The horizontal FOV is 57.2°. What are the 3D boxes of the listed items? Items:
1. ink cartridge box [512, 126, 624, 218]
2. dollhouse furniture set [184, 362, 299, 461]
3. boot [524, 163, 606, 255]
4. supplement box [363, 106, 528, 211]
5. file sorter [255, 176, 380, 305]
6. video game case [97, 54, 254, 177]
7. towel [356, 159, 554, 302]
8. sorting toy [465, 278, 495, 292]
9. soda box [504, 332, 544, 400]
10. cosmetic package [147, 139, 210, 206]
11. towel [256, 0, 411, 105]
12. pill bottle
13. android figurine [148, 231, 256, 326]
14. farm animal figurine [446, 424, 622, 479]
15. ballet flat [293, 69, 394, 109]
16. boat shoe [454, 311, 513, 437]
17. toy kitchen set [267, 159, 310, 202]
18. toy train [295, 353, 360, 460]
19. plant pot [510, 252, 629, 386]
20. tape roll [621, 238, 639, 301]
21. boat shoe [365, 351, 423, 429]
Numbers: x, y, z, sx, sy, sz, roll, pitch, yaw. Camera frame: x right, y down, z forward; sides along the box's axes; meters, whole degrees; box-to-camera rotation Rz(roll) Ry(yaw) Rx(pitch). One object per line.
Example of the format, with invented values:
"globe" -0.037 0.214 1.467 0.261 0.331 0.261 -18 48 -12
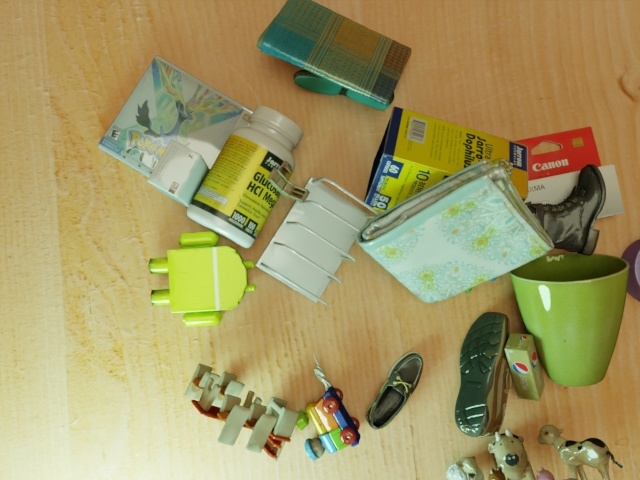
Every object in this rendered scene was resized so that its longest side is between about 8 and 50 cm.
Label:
"ink cartridge box" 0.648 -0.169 1.604 0.296 0.066 0.261 -12 86 -4
"dollhouse furniture set" -0.192 0.436 1.431 0.259 0.262 0.135 28 85 -31
"boot" 0.600 -0.081 1.519 0.229 0.091 0.262 8 85 0
"supplement box" 0.315 -0.163 1.489 0.357 0.194 0.195 16 51 -1
"file sorter" 0.000 0.000 1.489 0.193 0.173 0.277 33 84 -13
"video game case" -0.380 -0.294 1.586 0.329 0.036 0.300 30 84 1
"towel" 0.325 0.000 1.405 0.374 0.090 0.320 -28 128 27
"sorting toy" 0.344 -0.009 1.584 0.196 0.047 0.347 -43 87 -5
"soda box" 0.524 0.325 1.504 0.061 0.058 0.181 -50 127 -42
"cosmetic package" -0.340 -0.158 1.442 0.086 0.231 0.117 28 84 -1
"towel" 0.044 -0.510 1.563 0.370 0.040 0.271 25 53 -1
"pill bottle" -0.183 -0.165 1.506 0.188 0.188 0.334 28 85 0
"android figurine" -0.305 0.100 1.534 0.273 0.056 0.248 -5 90 -4
"farm animal figurine" 0.487 0.526 1.408 0.330 0.327 0.172 -13 79 -6
"ballet flat" 0.067 -0.434 1.597 0.281 0.095 0.096 14 74 -11
"boat shoe" 0.437 0.351 1.532 0.120 0.123 0.324 25 74 -32
"toy kitchen set" -0.069 -0.149 1.433 0.075 0.083 0.068 24 78 31
"toy train" -0.013 0.432 1.509 0.143 0.105 0.248 -31 87 9
"plant pot" 0.638 0.206 1.489 0.275 0.275 0.293 -10 100 -3
"tape roll" 0.918 0.081 1.585 0.189 0.080 0.189 0 84 -2
"boat shoe" 0.201 0.393 1.530 0.081 0.068 0.227 34 84 1
